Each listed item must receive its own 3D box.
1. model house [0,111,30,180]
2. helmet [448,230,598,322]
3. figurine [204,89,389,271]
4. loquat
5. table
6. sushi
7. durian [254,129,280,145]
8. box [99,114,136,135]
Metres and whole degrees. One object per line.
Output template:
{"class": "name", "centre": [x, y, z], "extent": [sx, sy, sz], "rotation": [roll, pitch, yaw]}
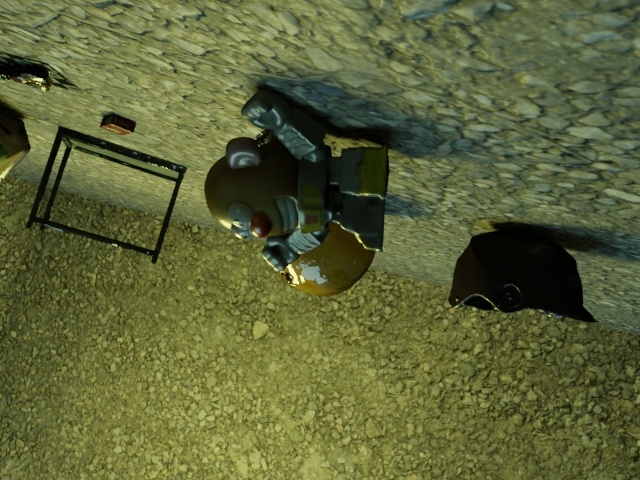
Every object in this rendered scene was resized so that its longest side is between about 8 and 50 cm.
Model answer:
{"class": "model house", "centre": [-0.904, -0.265, 1.566], "extent": [0.312, 0.245, 0.280], "rotation": [44, -164, -12]}
{"class": "helmet", "centre": [0.415, 0.069, 1.310], "extent": [0.305, 0.177, 0.225], "rotation": [1, 172, 40]}
{"class": "figurine", "centre": [-0.038, -0.075, 0.991], "extent": [0.285, 0.342, 0.167], "rotation": [5, -153, 5]}
{"class": "loquat", "centre": [0.000, 0.000, 1.513], "extent": [0.263, 0.263, 0.263], "rotation": [16, 174, 2]}
{"class": "table", "centre": [-0.572, -0.109, 1.738], "extent": [0.335, 0.272, 0.222], "rotation": [17, 174, -14]}
{"class": "sushi", "centre": [-0.546, -0.295, 1.132], "extent": [0.201, 0.031, 0.139], "rotation": [15, 174, 7]}
{"class": "durian", "centre": [-0.063, -0.143, 1.109], "extent": [0.111, 0.071, 0.140], "rotation": [16, 179, 1]}
{"class": "box", "centre": [-0.427, -0.243, 1.340], "extent": [0.052, 0.023, 0.082], "rotation": [21, 172, -34]}
